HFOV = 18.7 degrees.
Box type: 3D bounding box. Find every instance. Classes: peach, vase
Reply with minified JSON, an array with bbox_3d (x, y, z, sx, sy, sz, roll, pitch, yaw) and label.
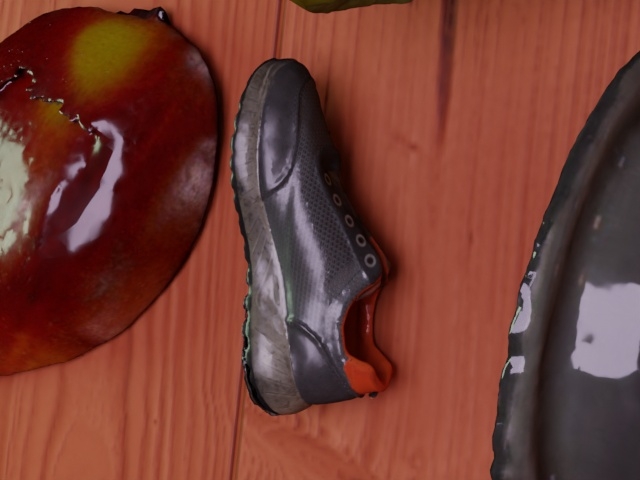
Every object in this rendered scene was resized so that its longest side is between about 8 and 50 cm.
[{"bbox_3d":[-0.174,-0.022,1.151,0.189,0.068,0.279,44,111,26],"label":"peach"},{"bbox_3d":[0.246,0.065,0.808,0.291,0.245,0.245,16,98,26],"label":"vase"}]

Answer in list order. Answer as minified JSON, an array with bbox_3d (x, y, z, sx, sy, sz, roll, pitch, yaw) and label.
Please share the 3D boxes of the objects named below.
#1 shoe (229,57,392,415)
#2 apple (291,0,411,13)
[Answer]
[{"bbox_3d":[0.000,-0.002,1.048,0.077,0.074,0.194,-1,91,19],"label":"shoe"},{"bbox_3d":[0.054,-0.209,0.916,0.226,0.246,0.246,-45,68,33],"label":"apple"}]
